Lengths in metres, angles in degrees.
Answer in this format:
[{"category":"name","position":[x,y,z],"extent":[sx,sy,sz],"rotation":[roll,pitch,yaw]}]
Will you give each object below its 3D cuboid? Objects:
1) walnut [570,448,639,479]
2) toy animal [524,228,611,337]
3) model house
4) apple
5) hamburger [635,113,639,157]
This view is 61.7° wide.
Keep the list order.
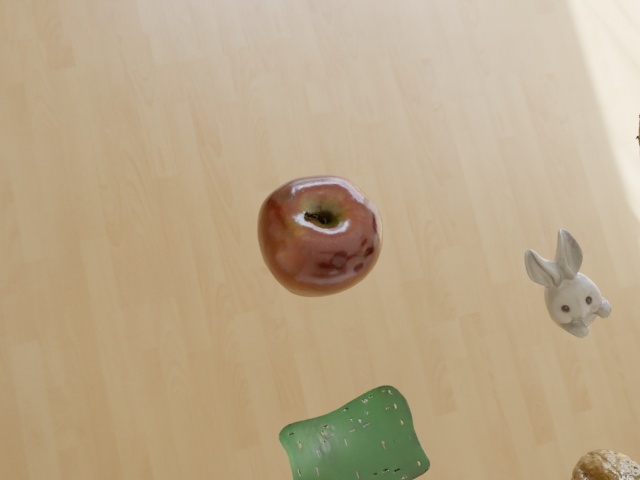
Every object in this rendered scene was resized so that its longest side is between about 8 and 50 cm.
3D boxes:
[{"category":"walnut","position":[0.572,0.495,1.032],"extent":[0.155,0.184,0.155],"rotation":[0,95,2]},{"category":"toy animal","position":[0.461,0.091,0.995],"extent":[0.104,0.221,0.131],"rotation":[-30,46,16]},{"category":"model house","position":[0.047,0.270,0.683],"extent":[0.167,0.088,0.117],"rotation":[-24,61,-1]},{"category":"apple","position":[0.000,0.000,0.954],"extent":[0.230,0.230,0.230],"rotation":[2,82,-11]},{"category":"hamburger","position":[0.762,-0.222,1.146],"extent":[0.134,0.285,0.265],"rotation":[-6,60,26]}]
